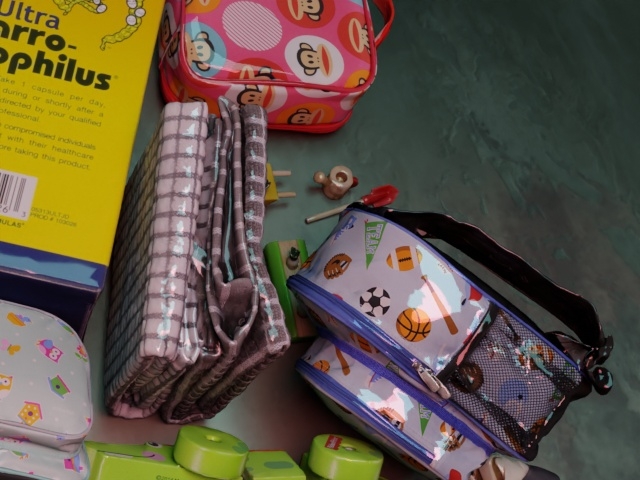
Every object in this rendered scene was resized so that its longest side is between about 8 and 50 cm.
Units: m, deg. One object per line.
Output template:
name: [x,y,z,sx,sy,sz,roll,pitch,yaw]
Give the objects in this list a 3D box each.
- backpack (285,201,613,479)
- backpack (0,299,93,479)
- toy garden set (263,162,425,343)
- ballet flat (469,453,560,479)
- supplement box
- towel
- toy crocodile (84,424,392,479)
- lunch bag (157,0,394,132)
backpack: [0.090,0.091,1.216,0.263,0.276,0.213,46,78,-6]
backpack: [-0.269,0.126,1.057,0.166,0.144,0.188,15,31,-26]
toy garden set: [0.000,0.000,1.352,0.244,0.049,0.203,-5,67,-20]
ballet flat: [0.158,0.246,1.249,0.203,0.074,0.074,-25,74,-41]
supplement box: [-0.276,-0.093,1.225,0.195,0.194,0.356,13,62,-11]
towel: [-0.113,0.026,1.163,0.121,0.283,0.235,7,69,-16]
toy crocodile: [-0.057,0.225,1.161,0.341,0.105,0.115,8,100,-24]
lunch bag: [-0.047,-0.264,1.424,0.258,0.120,0.293,2,64,-17]
